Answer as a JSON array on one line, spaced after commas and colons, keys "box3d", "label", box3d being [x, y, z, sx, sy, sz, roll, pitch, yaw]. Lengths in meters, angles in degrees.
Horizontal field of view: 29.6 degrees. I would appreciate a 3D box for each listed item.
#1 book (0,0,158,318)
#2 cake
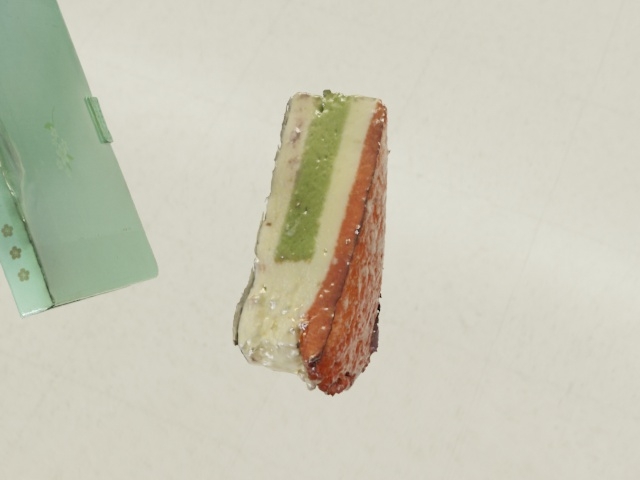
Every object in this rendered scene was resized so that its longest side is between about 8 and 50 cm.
[{"box3d": [-0.104, -0.043, 0.441, 0.017, 0.103, 0.135, -21, 90, 14], "label": "book"}, {"box3d": [-0.007, 0.009, 0.906, 0.086, 0.221, 0.117, 11, 24, 19], "label": "cake"}]
